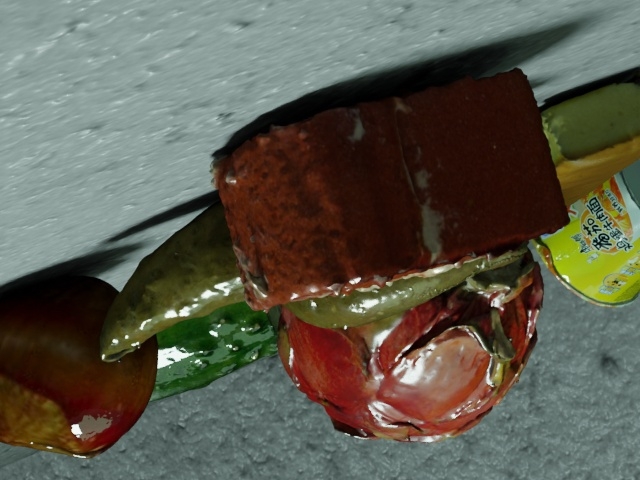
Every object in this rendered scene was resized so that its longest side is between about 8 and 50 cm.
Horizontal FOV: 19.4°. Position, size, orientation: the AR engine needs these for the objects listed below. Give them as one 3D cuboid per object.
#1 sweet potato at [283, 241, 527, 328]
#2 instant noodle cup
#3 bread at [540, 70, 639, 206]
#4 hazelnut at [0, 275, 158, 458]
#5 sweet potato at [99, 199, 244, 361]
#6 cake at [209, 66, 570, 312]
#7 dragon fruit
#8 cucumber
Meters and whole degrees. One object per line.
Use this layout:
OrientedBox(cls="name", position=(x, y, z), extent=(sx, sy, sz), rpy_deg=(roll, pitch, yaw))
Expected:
OrientedBox(cls="sweet potato", position=(0.032, 0.030, 1.776), extent=(0.310, 0.098, 0.124), rpy_deg=(-4, -144, 30))
OrientedBox(cls="instant noodle cup", position=(0.370, -0.035, 2.272), extent=(0.205, 0.205, 0.153), rpy_deg=(-14, 164, -45))
OrientedBox(cls="bread", position=(0.247, -0.085, 1.961), extent=(0.138, 0.077, 0.361), rpy_deg=(-18, 173, -15))
OrientedBox(cls="hazelnut", position=(-0.247, 0.113, 1.737), extent=(0.178, 0.178, 0.204), rpy_deg=(-18, 178, -24))
OrientedBox(cls="sweet potato", position=(-0.003, -0.003, 1.641), extent=(0.423, 0.130, 0.130), rpy_deg=(-19, 173, -8))
OrientedBox(cls="cake", position=(0.048, -0.037, 1.469), extent=(0.283, 0.151, 0.177), rpy_deg=(-17, -176, -30))
OrientedBox(cls="dragon fruit", position=(0.093, 0.077, 1.965), extent=(0.277, 0.277, 0.342), rpy_deg=(-19, 155, -14))
OrientedBox(cls="cucumber", position=(-0.200, 0.144, 2.324), extent=(0.325, 0.105, 0.145), rpy_deg=(-19, 174, 2))
